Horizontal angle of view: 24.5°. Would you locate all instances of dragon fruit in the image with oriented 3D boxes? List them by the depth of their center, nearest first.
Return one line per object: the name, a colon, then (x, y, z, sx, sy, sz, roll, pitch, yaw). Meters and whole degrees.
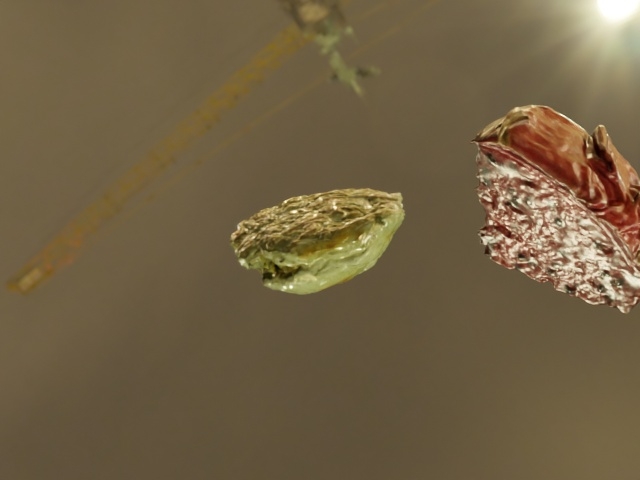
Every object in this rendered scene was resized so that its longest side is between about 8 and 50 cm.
dragon fruit: (0.152, -0.021, 0.806, 0.131, 0.097, 0.063, 24, -129, 24)

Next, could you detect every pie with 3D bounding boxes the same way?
pie: (0.000, 0.000, 1.657, 0.201, 0.090, 0.248, -14, -168, 4)
